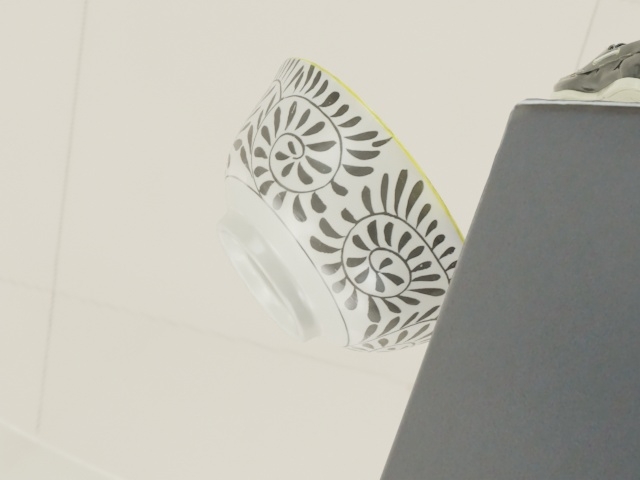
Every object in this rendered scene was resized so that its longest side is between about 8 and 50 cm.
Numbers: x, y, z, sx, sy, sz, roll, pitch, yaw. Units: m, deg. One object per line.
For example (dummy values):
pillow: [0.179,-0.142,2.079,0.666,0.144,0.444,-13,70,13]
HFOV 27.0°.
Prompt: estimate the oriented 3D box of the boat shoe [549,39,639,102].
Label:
boat shoe: [0.335,-0.181,1.508,0.084,0.233,0.079,22,84,-14]

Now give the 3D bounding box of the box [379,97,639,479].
box: [0.155,0.150,0.409,0.183,0.296,0.294,10,164,46]

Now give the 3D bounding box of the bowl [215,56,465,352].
bowl: [0.000,0.000,0.675,0.080,0.170,0.170,-36,111,-12]
